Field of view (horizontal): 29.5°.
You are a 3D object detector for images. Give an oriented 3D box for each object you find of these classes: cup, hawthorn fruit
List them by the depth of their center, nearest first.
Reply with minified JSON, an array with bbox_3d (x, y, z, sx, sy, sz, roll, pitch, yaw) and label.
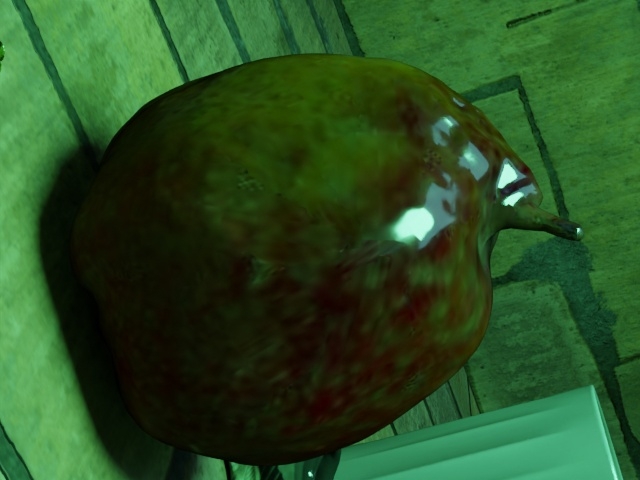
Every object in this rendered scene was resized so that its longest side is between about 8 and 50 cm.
[{"bbox_3d":[-0.022,0.002,0.896,0.308,0.325,0.308,37,24,-19],"label":"hawthorn fruit"},{"bbox_3d":[0.158,0.316,1.233,0.323,0.326,0.237,57,19,-52],"label":"cup"}]

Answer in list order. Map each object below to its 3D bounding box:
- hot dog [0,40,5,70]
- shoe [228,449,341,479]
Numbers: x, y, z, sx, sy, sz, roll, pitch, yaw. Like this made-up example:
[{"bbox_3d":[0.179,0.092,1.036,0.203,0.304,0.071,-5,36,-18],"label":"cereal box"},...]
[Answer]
[{"bbox_3d":[-0.180,-0.047,0.560,0.235,0.062,0.092,145,-63,-65],"label":"hot dog"},{"bbox_3d":[-0.026,0.185,1.090,0.099,0.112,0.228,44,33,-65],"label":"shoe"}]
